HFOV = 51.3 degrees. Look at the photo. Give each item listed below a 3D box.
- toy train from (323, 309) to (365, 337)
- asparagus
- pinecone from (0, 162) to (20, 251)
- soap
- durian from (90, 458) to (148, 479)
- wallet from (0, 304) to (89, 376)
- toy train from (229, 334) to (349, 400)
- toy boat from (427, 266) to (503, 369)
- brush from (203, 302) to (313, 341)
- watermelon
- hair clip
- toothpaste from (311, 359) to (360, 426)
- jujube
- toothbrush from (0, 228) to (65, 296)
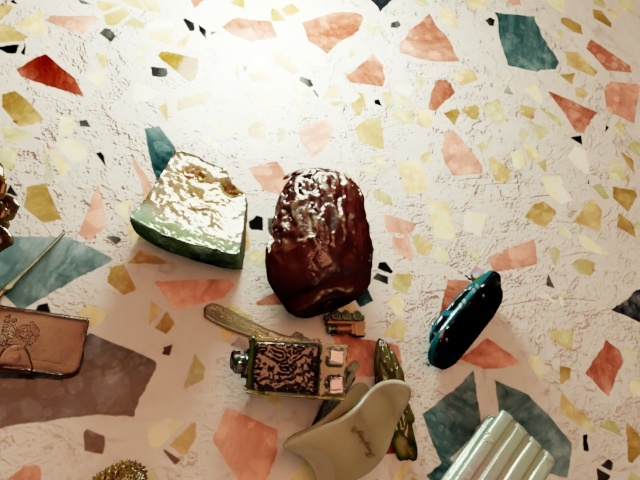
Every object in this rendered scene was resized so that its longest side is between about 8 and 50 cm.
[{"bbox_3d":[0.058,0.200,1.600,0.103,0.044,0.064,4,74,-17],"label":"toy train"},{"bbox_3d":[0.169,0.360,1.534,0.080,0.080,0.287,-2,64,-19],"label":"asparagus"},{"bbox_3d":[-0.809,-0.059,1.272,0.398,0.397,0.397,8,62,-15],"label":"pinecone"},{"bbox_3d":[0.384,0.547,1.501,0.173,0.095,0.289,44,60,5],"label":"soap"},{"bbox_3d":[-0.380,0.503,1.248,0.168,0.136,0.158,-27,54,-37],"label":"durian"},{"bbox_3d":[-0.612,0.203,1.359,0.256,0.031,0.137,12,66,-19],"label":"wallet"},{"bbox_3d":[-0.061,0.269,1.429,0.261,0.177,0.133,7,77,-10],"label":"toy train"},{"bbox_3d":[0.343,0.192,1.673,0.092,0.134,0.299,23,53,38],"label":"toy boat"},{"bbox_3d":[-0.115,0.226,1.539,0.337,0.020,0.085,24,60,-6],"label":"brush"},{"bbox_3d":[-0.283,-0.043,1.562,0.264,0.151,0.302,19,42,-5],"label":"watermelon"},{"bbox_3d":[0.076,0.404,1.423,0.282,0.113,0.172,-43,120,-32],"label":"hair clip"},{"bbox_3d":[0.031,0.355,1.504,0.037,0.062,0.216,36,55,3],"label":"toothpaste"},{"bbox_3d":[0.000,0.000,1.575,0.259,0.258,0.376,11,66,-13],"label":"jujube"},{"bbox_3d":[-0.646,0.082,1.430,0.028,0.026,0.294,38,59,-13],"label":"toothbrush"}]
